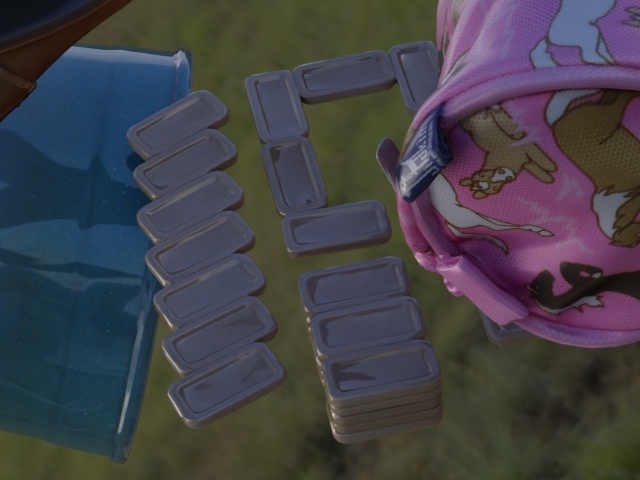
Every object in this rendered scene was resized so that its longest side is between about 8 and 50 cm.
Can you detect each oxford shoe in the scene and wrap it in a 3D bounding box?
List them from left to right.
[{"bbox_3d":[-0.166,-0.081,0.856,0.212,0.076,0.076,-34,50,-15],"label":"oxford shoe"}]

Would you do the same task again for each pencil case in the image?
[{"bbox_3d":[0.121,-0.140,0.837,0.160,0.167,0.386,87,-171,-48],"label":"pencil case"}]

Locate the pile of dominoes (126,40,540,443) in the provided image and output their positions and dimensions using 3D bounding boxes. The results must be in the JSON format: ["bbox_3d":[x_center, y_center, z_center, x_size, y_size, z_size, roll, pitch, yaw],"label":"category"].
[{"bbox_3d":[0.000,0.000,1.002,0.040,0.196,0.251,85,172,-47],"label":"pile of dominoes"}]

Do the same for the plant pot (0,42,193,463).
[{"bbox_3d":[-0.229,-0.009,1.157,0.271,0.255,0.271,-171,90,-81],"label":"plant pot"}]
